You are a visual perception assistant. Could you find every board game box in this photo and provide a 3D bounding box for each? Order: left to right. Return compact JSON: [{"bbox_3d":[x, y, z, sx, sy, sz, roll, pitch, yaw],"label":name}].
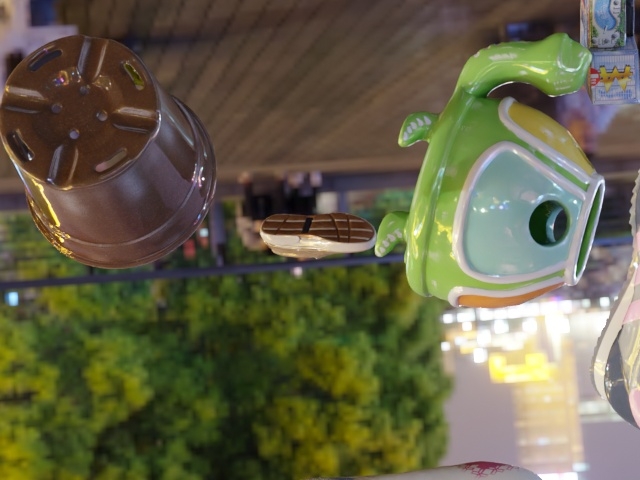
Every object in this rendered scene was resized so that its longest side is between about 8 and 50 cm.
[{"bbox_3d":[0.354,-0.252,1.812,0.060,0.194,0.194,-2,-150,5],"label":"board game box"}]

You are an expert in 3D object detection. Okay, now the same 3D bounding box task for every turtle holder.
[{"bbox_3d":[0.224,-0.070,1.777,0.227,0.320,0.243,15,160,18],"label":"turtle holder"}]

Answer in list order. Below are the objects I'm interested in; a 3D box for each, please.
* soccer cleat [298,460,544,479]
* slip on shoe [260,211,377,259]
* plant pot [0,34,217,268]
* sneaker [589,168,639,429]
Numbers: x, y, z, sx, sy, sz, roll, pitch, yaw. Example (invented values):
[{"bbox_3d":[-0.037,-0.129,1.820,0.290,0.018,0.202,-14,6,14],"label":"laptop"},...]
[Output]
[{"bbox_3d":[0.080,0.304,1.581,0.331,0.116,0.143,-8,173,19],"label":"soccer cleat"},{"bbox_3d":[0.000,0.000,1.620,0.135,0.041,0.051,1,-137,21],"label":"slip on shoe"},{"bbox_3d":[-0.178,-0.077,1.190,0.167,0.167,0.165,-5,165,4],"label":"plant pot"},{"bbox_3d":[0.342,0.037,1.344,0.112,0.319,0.131,-1,-155,-19],"label":"sneaker"}]
